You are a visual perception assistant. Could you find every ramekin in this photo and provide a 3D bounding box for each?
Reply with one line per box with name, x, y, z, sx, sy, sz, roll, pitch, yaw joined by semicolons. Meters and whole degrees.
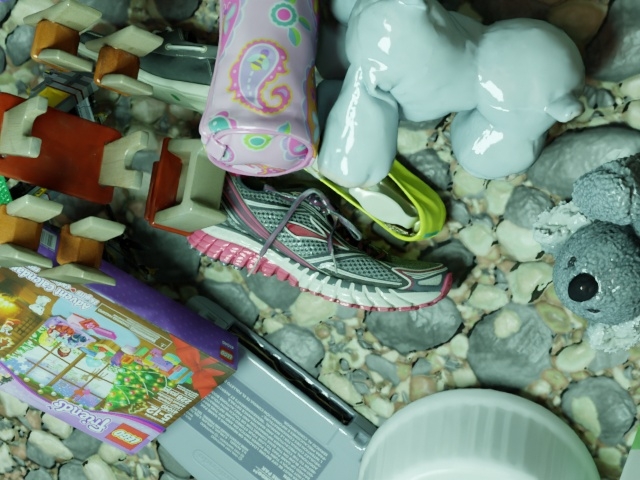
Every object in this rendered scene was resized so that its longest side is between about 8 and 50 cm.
ramekin;0.167;0.312;1.505;0.277;0.135;0.277;4;112;9

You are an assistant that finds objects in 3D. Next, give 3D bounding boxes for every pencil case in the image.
pencil case;-0.054;-0.209;1.368;0.124;0.124;0.284;-7;70;25

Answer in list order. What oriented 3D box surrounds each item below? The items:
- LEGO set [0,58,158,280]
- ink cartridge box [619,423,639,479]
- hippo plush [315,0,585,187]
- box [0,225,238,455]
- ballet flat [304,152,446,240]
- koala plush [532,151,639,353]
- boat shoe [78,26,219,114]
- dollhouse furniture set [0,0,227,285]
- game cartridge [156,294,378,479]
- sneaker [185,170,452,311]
LEGO set;-0.334;-0.081;1.587;0.255;0.192;0.331;14;135;38
ink cartridge box;0.380;0.304;1.315;0.207;0.353;0.119;0;109;23
hippo plush;0.131;-0.183;1.356;0.236;0.234;0.294;8;132;-12
box;-0.266;0.115;1.547;0.293;0.057;0.201;32;125;-27
ballet flat;0.033;-0.077;1.475;0.231;0.077;0.077;38;121;6
koala plush;0.315;0.017;1.360;0.196;0.203;0.221;58;140;5
boat shoe;-0.166;-0.195;1.528;0.233;0.084;0.079;18;77;23
dollhouse furniture set;-0.229;-0.080;1.438;0.135;0.259;0.262;-4;73;49
game cartridge;-0.082;0.223;1.651;0.294;0.060;0.196;38;115;6
sneaker;0.000;0.000;1.498;0.299;0.121;0.112;19;98;11
